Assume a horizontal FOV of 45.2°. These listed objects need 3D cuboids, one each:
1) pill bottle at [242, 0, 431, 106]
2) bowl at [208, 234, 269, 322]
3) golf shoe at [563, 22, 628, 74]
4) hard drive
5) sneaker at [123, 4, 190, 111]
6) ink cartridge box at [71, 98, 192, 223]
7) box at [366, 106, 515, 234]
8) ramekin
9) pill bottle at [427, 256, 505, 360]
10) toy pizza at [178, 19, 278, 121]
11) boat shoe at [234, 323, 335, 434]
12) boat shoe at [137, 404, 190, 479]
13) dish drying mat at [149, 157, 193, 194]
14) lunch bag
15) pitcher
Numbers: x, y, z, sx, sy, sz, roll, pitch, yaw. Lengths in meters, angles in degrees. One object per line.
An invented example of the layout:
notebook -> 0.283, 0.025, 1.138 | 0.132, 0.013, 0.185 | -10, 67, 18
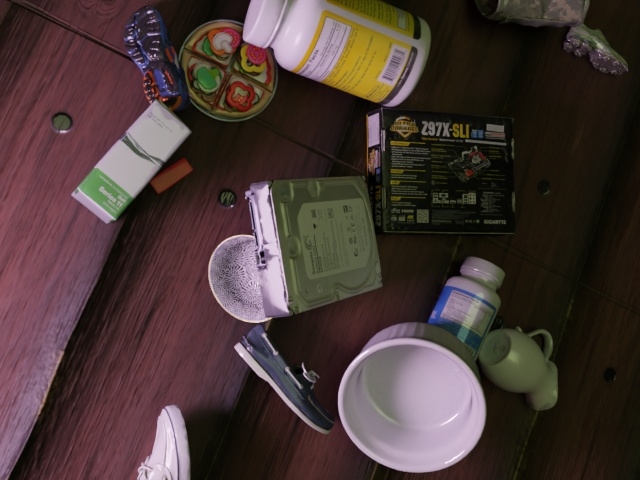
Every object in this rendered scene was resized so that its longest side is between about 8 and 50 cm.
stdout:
pill bottle -> 0.029, -0.397, 1.493 | 0.334, 0.188, 0.188 | 17, 82, -19
bowl -> -0.120, 0.062, 1.459 | 0.170, 0.170, 0.080 | 67, 26, -6
golf shoe -> 0.656, -0.456, 1.801 | 0.176, 0.069, 0.086 | 26, 73, -19
hard drive -> 0.000, 0.000, 1.434 | 0.339, 0.064, 0.237 | -9, 90, -56
sneaker -> -0.300, -0.333, 1.430 | 0.083, 0.087, 0.221 | -19, 80, 14
ink cartridge box -> -0.335, -0.137, 1.362 | 0.087, 0.153, 0.208 | 41, 76, -15
box -> 0.258, -0.139, 1.629 | 0.322, 0.079, 0.257 | 0, 86, -21
ramekin -> 0.181, 0.293, 1.489 | 0.277, 0.135, 0.277 | 4, 108, 11
pill bottle -> 0.301, 0.151, 1.606 | 0.124, 0.124, 0.221 | 31, 77, -17
toy pizza -> -0.176, -0.332, 1.495 | 0.201, 0.032, 0.201 | 1, 88, -21
boat shoe -> -0.055, 0.267, 1.486 | 0.079, 0.095, 0.254 | -45, 94, -5
boat shoe -> -0.290, 0.434, 1.390 | 0.088, 0.096, 0.268 | 0, 96, -25
dish drying mat -> -0.283, -0.123, 1.458 | 0.083, 0.008, 0.032 | -38, 100, -17
lunch bag -> 0.449, -0.599, 1.673 | 0.235, 0.169, 0.287 | -1, 83, -21
pitcher -> 0.434, 0.248, 1.654 | 0.207, 0.125, 0.178 | 35, 58, -35
